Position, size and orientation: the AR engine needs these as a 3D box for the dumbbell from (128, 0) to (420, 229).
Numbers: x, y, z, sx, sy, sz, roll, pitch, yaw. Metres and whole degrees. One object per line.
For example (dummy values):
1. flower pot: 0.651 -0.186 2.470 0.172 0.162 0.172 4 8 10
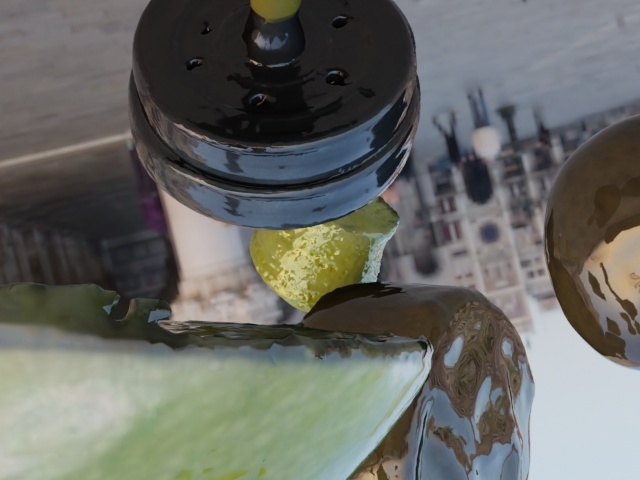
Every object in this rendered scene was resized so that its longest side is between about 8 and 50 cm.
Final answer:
1. dumbbell: -0.025 -0.160 0.688 0.185 0.185 0.388 -14 143 -15

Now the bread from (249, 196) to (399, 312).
1. bread: 0.000 0.000 1.183 0.111 0.129 0.114 -15 141 -49

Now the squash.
1. squash: -0.132 0.044 0.409 0.309 0.210 0.233 -28 176 -3

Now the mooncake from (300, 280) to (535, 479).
1. mooncake: 0.079 0.173 1.089 0.155 0.284 0.284 1 -171 32

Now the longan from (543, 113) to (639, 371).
1. longan: 0.243 0.002 0.908 0.167 0.187 0.167 8 172 1
